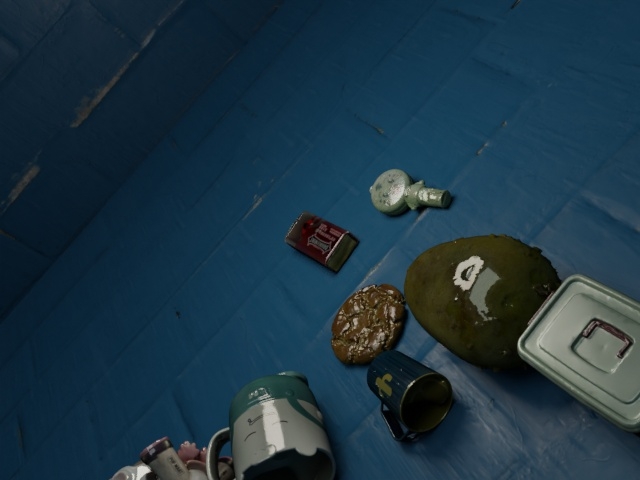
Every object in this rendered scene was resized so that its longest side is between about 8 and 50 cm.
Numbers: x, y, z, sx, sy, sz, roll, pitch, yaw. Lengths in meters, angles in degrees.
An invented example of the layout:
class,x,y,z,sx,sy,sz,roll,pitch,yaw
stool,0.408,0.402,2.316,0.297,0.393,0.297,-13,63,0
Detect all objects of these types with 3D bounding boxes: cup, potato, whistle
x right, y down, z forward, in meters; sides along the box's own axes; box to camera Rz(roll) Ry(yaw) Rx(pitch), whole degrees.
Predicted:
class,x,y,z,sx,sy,sz,roll,pitch,yaw
cup,0.177,0.330,1.520,0.155,0.131,0.177,32,109,58
cup,-0.123,0.459,1.613,0.289,0.219,0.258,-28,39,6
potato,0.321,0.105,1.467,0.270,0.219,0.359,-60,34,-1
whistle,0.231,-0.122,1.892,0.258,0.067,0.126,11,80,46

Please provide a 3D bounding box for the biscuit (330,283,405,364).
class,x,y,z,sx,sy,sz,roll,pitch,yaw
biscuit,0.113,0.202,1.752,0.226,0.042,0.226,-27,41,27

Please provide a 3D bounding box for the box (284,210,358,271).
class,x,y,z,sx,sy,sz,roll,pitch,yaw
box,0.000,0.000,2.025,0.120,0.069,0.224,-54,38,-4

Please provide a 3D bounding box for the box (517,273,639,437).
class,x,y,z,sx,sy,sz,roll,pitch,yaw
box,0.509,0.209,1.221,0.193,0.167,0.294,-52,36,0

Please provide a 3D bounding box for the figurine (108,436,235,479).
class,x,y,z,sx,sy,sz,roll,pitch,yaw
figurine,-0.391,0.616,1.701,0.361,0.253,0.211,-37,26,32

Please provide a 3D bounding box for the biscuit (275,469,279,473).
class,x,y,z,sx,sy,sz,roll,pitch,yaw
biscuit,-0.155,0.602,1.696,0.176,0.031,0.229,-3,58,46
